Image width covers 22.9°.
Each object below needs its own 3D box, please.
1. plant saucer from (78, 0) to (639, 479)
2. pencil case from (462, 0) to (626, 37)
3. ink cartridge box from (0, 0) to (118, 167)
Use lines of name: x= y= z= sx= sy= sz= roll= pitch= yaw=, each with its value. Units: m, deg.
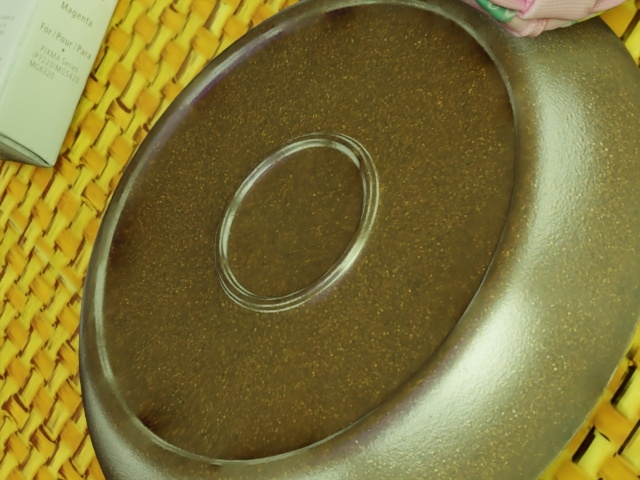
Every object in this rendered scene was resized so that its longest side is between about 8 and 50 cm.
plant saucer: x=0.000 y=0.000 z=0.697 sx=0.310 sy=0.050 sz=0.310 roll=-20 pitch=53 yaw=29
pencil case: x=0.026 y=-0.170 z=0.691 sx=0.284 sy=0.124 sz=0.124 roll=28 pitch=98 yaw=52
ink cartridge box: x=-0.225 y=-0.178 z=0.972 sx=0.275 sy=0.060 sz=0.239 roll=11 pitch=76 yaw=41
